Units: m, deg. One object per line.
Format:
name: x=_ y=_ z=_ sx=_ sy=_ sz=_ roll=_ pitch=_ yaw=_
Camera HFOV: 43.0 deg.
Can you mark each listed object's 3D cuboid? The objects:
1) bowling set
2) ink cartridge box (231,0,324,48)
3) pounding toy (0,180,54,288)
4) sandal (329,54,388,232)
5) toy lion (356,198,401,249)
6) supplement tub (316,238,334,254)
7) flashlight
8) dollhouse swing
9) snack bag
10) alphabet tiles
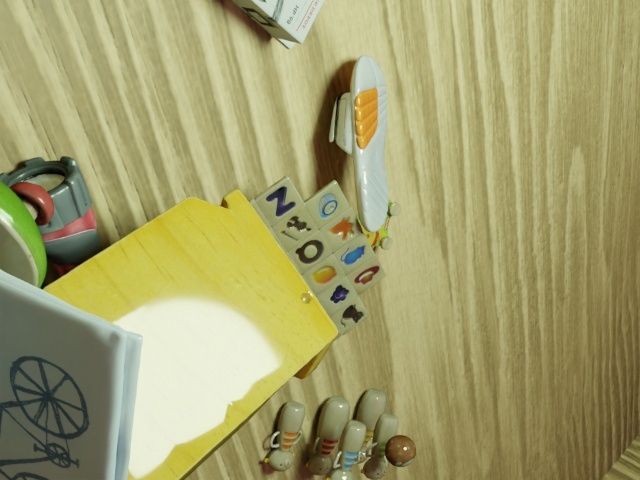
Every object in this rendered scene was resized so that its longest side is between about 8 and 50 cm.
bowling set: x=0.059 y=0.378 z=1.423 sx=0.287 sy=0.200 sz=0.154 roll=3 pitch=108 yaw=-43
ink cartridge box: x=-0.050 y=-0.330 z=1.052 sx=0.180 sy=0.060 sz=0.104 roll=29 pitch=86 yaw=-49
pounding toy: x=-0.354 y=-0.036 z=0.786 sx=0.183 sy=0.237 sz=0.110 roll=76 pitch=27 yaw=-43
sandal: x=0.050 y=-0.144 z=1.223 sx=0.102 sy=0.076 sz=0.265 roll=-8 pitch=98 yaw=-60
toy lion: x=0.083 y=-0.022 z=1.372 sx=0.096 sy=0.034 sz=0.100 roll=1 pitch=108 yaw=-39
supplement tub: x=0.000 y=0.000 z=1.261 sx=0.071 sy=0.071 sz=0.107 roll=-49 pitch=138 yaw=-18
flashlight: x=-0.289 y=0.053 z=0.962 sx=0.103 sy=0.103 sz=0.304 roll=-19 pitch=125 yaw=-16
dollhouse swing: x=-0.210 y=0.172 z=1.013 sx=0.347 sy=0.305 sz=0.315 roll=-38 pitch=96 yaw=-38
snack bag: x=-0.328 y=0.141 z=0.772 sx=0.037 sy=0.343 sz=0.323 roll=-49 pitch=157 yaw=-53
alphabet tiles: x=-0.052 y=0.066 z=1.220 sx=0.285 sy=0.011 sz=0.342 roll=-36 pitch=134 yaw=-5
